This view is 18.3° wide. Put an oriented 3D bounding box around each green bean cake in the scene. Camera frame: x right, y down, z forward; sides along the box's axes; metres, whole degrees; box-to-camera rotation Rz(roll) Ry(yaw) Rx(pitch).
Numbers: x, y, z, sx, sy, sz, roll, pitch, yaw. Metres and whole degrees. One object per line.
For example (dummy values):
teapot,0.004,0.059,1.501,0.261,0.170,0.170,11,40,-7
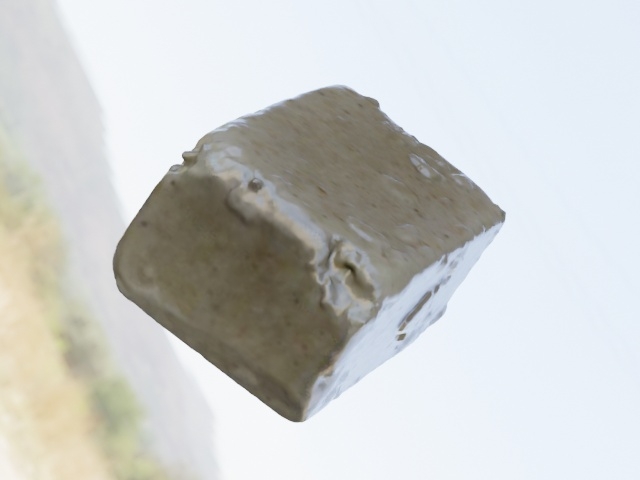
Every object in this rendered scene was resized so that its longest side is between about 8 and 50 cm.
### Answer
green bean cake,0.000,0.000,0.867,0.109,0.085,0.179,40,22,11
